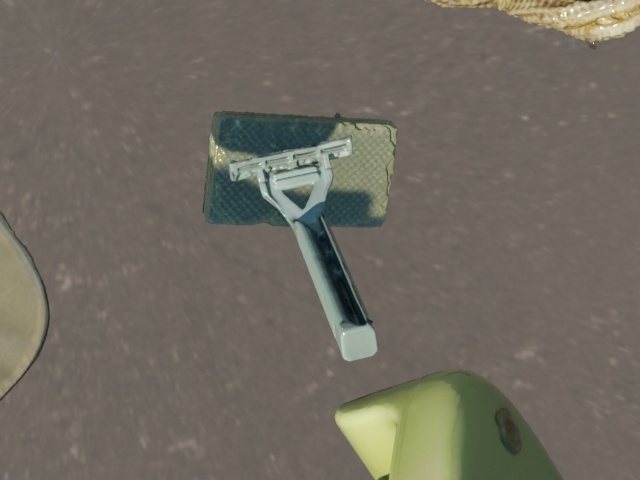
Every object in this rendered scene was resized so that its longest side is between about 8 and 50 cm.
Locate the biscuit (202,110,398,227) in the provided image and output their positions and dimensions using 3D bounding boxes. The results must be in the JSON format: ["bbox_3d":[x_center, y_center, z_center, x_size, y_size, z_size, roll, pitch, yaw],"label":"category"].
[{"bbox_3d":[-0.020,-0.072,1.754,0.199,0.040,0.121,1,110,-19],"label":"biscuit"}]

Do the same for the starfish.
[{"bbox_3d":[0.117,-0.172,1.030,0.277,0.236,0.062,-2,114,-21],"label":"starfish"}]

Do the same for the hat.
[{"bbox_3d":[-0.335,0.065,1.325,0.214,0.149,0.244,-25,69,-23],"label":"hat"}]

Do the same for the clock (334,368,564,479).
[{"bbox_3d":[0.049,0.169,0.577,0.069,0.232,0.170,-19,119,25],"label":"clock"}]

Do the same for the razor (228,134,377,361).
[{"bbox_3d":[0.001,0.009,1.400,0.111,0.278,0.056,-12,128,-6],"label":"razor"}]
